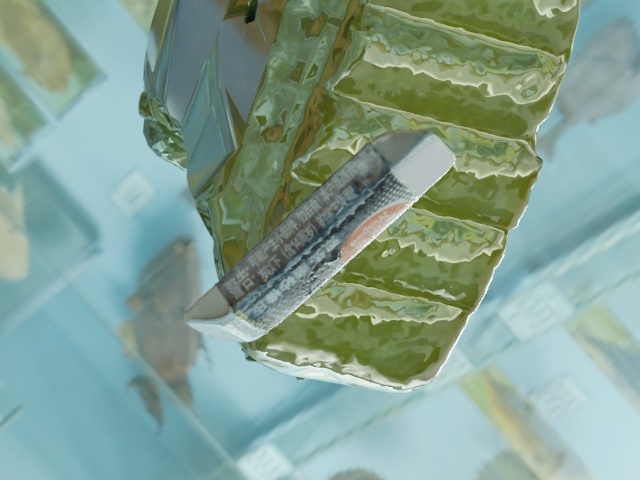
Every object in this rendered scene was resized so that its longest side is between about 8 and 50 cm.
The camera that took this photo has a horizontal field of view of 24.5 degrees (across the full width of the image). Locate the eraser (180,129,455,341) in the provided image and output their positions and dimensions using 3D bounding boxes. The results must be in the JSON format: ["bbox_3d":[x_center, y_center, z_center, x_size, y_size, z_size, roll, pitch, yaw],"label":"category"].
[{"bbox_3d":[0.000,0.000,0.466,0.099,0.019,0.027,-43,151,6],"label":"eraser"}]

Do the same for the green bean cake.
[{"bbox_3d":[0.001,-0.075,0.675,0.236,0.124,0.233,-122,-133,-59],"label":"green bean cake"}]
